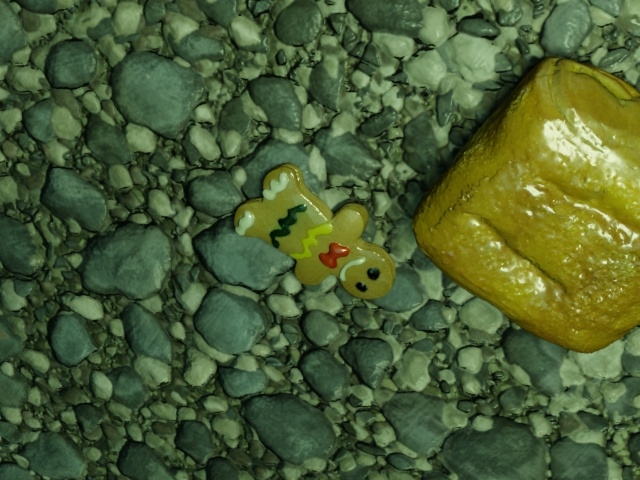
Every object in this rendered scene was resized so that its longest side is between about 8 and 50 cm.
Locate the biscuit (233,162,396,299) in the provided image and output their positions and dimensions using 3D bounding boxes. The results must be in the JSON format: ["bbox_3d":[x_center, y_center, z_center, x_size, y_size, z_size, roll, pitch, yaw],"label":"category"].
[{"bbox_3d":[-0.001,0.001,1.684,0.240,0.035,0.158,35,126,-2],"label":"biscuit"}]

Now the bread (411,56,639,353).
[{"bbox_3d":[0.311,-0.022,1.493,0.328,0.148,0.337,38,124,-5],"label":"bread"}]
